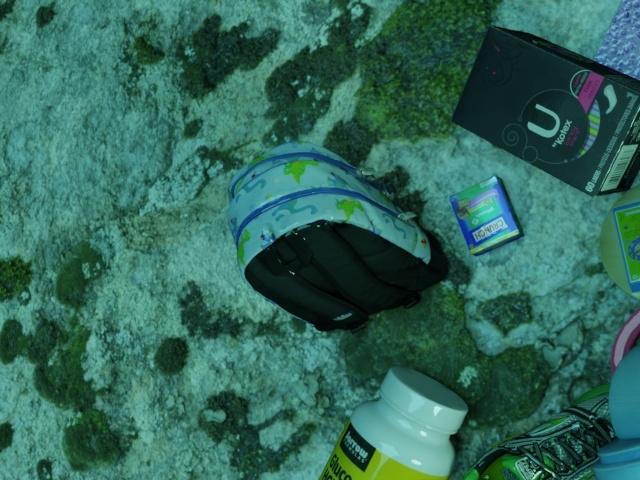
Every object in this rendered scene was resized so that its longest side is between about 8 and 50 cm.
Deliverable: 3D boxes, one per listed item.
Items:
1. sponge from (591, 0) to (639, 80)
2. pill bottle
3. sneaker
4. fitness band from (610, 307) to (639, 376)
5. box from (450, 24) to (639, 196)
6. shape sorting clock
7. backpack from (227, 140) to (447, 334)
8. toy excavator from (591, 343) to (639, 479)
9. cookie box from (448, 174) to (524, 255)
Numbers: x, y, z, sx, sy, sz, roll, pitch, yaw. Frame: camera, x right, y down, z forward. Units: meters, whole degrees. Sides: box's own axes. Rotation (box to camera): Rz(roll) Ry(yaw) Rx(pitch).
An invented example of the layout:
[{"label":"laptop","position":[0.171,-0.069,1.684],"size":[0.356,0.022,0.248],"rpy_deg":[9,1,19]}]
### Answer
[{"label":"sponge","position":[0.500,-0.303,1.353],"size":[0.117,0.031,0.210],"rpy_deg":[30,100,28]},{"label":"pill bottle","position":[0.103,0.384,1.414],"size":[0.187,0.188,0.334],"rpy_deg":[29,99,27]},{"label":"sneaker","position":[0.359,0.324,1.281],"size":[0.343,0.146,0.134],"rpy_deg":[-39,71,30]},{"label":"fitness band","position":[0.568,0.207,1.260],"size":[0.291,0.054,0.209],"rpy_deg":[39,101,25]},{"label":"box","position":[0.365,-0.200,1.327],"size":[0.270,0.143,0.165],"rpy_deg":[34,116,31]},{"label":"shape sorting clock","position":[0.523,0.000,1.294],"size":[0.206,0.040,0.206],"rpy_deg":[-14,60,25]},{"label":"backpack","position":[0.000,0.000,1.413],"size":[0.290,0.355,0.274],"rpy_deg":[-26,72,25]},{"label":"toy excavator","position":[0.513,0.140,1.114],"size":[0.432,0.222,0.445],"rpy_deg":[-20,80,-10]},{"label":"cookie box","position":[0.276,-0.040,1.444],"size":[0.091,0.040,0.107],"rpy_deg":[-26,74,23]}]
